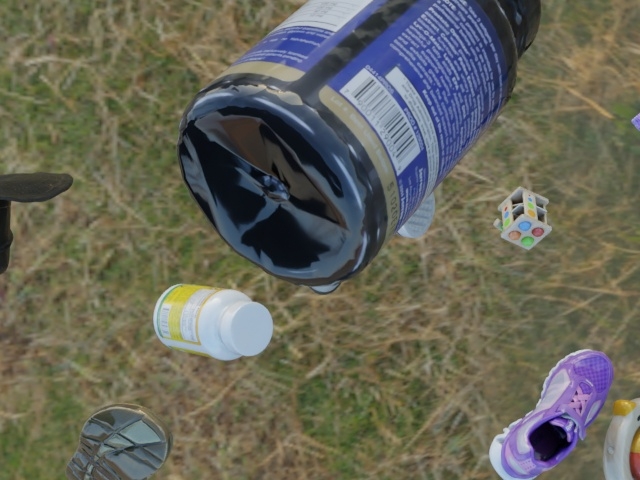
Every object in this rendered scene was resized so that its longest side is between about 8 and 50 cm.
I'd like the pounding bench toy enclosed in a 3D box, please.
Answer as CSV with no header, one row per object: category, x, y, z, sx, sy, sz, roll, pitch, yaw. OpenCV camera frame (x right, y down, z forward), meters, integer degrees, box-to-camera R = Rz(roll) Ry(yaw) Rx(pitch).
pounding bench toy,0.278,-0.020,1.685,0.083,0.052,0.065,-48,29,42

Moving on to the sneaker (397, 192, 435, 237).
sneaker,0.064,-0.148,1.716,0.127,0.126,0.321,13,130,39

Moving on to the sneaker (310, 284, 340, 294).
sneaker,0.000,0.000,1.887,0.100,0.108,0.272,10,140,6

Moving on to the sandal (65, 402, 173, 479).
sandal,-0.170,0.177,1.026,0.072,0.049,0.180,43,142,1

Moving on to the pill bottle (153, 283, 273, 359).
pill bottle,-0.175,0.136,1.982,0.208,0.117,0.118,4,94,51

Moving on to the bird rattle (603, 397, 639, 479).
bird rattle,0.488,0.323,1.771,0.143,0.206,0.254,16,93,56

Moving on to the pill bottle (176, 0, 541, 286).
pill bottle,0.032,-0.085,0.657,0.122,0.219,0.123,25,139,24

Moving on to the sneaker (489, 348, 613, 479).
sneaker,0.346,0.250,1.702,0.095,0.104,0.236,44,72,0

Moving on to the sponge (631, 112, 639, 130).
sponge,0.558,-0.129,1.741,0.210,0.117,0.031,51,152,3

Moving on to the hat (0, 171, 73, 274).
hat,-0.425,-0.004,1.253,0.331,0.331,0.134,7,102,33
